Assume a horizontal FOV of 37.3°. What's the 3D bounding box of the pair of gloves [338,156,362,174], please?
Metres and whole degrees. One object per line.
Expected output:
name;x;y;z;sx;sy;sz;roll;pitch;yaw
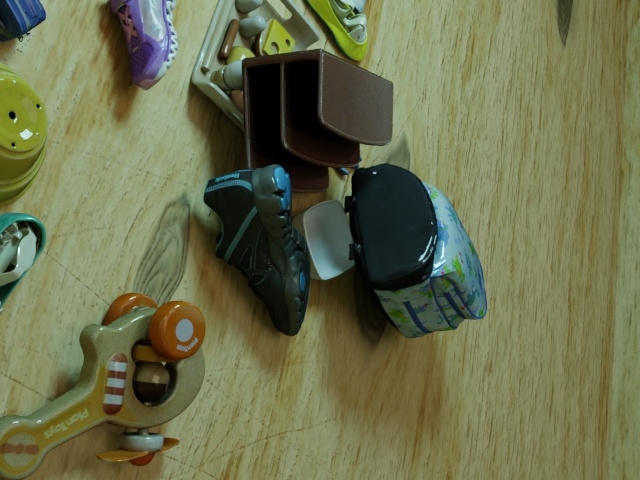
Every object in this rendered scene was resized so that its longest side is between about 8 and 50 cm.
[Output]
pair of gloves;0.039;-0.235;1.937;0.159;0.023;0.198;19;66;-50

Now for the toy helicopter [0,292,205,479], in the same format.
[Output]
toy helicopter;-0.302;0.235;1.310;0.355;0.140;0.234;-28;113;-41

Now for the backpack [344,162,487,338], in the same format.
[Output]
backpack;0.197;0.050;1.889;0.355;0.273;0.290;79;3;-51

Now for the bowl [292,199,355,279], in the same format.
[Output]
bowl;0.000;0.000;1.801;0.142;0.053;0.142;-23;101;-53

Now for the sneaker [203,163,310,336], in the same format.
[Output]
sneaker;-0.100;0.020;1.619;0.125;0.140;0.340;-78;161;-55

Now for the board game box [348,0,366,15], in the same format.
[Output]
board game box;0.053;-0.617;2.032;0.165;0.042;0.243;43;50;-40

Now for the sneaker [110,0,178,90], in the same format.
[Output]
sneaker;-0.284;-0.349;1.484;0.105;0.095;0.236;20;61;-42

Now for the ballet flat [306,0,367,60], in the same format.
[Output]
ballet flat;0.049;-0.460;1.958;0.231;0.077;0.077;46;47;-38

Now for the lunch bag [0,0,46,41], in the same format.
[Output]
lunch bag;-0.429;-0.318;1.293;0.065;0.067;0.098;-50;122;-46

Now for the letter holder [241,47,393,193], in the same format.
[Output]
letter holder;0.003;-0.194;1.664;0.302;0.152;0.214;4;85;-63

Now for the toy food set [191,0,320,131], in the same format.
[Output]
toy food set;-0.100;-0.326;1.713;0.220;0.092;0.306;42;51;-39

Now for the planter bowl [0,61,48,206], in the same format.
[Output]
planter bowl;-0.426;-0.155;1.238;0.217;0.090;0.217;16;70;-50

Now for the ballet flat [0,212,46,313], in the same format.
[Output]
ballet flat;-0.423;0.056;1.191;0.083;0.087;0.247;51;45;-33
